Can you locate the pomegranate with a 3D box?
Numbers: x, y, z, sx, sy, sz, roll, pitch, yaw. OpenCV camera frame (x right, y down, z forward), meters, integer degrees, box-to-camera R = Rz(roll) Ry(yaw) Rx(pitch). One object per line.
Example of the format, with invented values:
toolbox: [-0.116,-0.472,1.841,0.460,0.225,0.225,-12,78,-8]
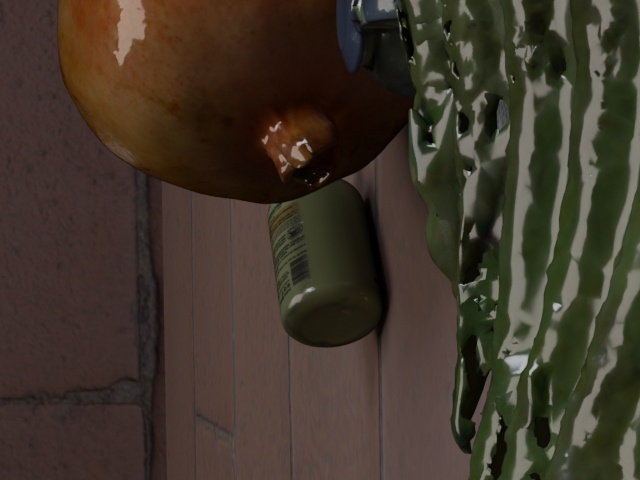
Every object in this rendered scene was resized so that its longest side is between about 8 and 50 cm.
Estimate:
pomegranate: [-0.043,-0.132,1.256,0.229,0.252,0.270,-50,48,20]

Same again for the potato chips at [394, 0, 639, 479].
potato chips: [0.102,-0.065,0.689,0.373,0.097,0.389,-32,65,58]

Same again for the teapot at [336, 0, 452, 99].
teapot: [0.063,-0.119,1.076,0.149,0.108,0.111,-109,19,-59]

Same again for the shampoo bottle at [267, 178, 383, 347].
shampoo bottle: [0.000,0.000,1.490,0.079,0.079,0.162,103,163,-50]

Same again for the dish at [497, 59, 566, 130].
dish: [0.116,-0.084,0.880,0.229,0.081,0.229,179,90,-80]
